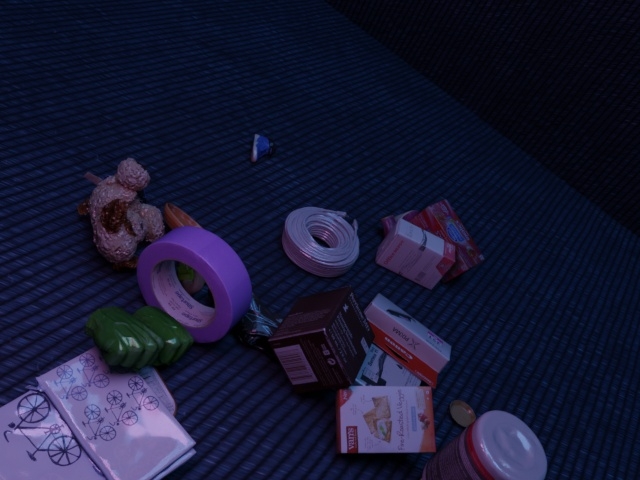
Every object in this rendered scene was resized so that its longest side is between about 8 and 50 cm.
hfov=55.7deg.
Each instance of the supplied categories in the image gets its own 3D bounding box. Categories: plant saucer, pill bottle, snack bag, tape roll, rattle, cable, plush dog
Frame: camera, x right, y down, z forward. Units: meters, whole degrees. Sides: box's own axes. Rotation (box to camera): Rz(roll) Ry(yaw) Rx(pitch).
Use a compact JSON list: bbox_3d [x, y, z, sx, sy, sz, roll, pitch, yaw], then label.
[{"bbox_3d":[-0.359,-0.024,1.669,0.200,0.037,0.200,43,1,-1],"label":"plant saucer"},{"bbox_3d":[0.340,0.534,1.364,0.176,0.318,0.176,19,40,-16],"label":"pill bottle"},{"bbox_3d":[-0.471,0.389,1.187,0.323,0.037,0.343,45,48,18],"label":"snack bag"},{"bbox_3d":[-0.301,0.106,1.444,0.275,0.274,0.090,37,39,7],"label":"tape roll"},{"bbox_3d":[-0.285,0.055,1.570,0.143,0.199,0.130,10,43,-25],"label":"rattle"},{"bbox_3d":[0.395,0.488,1.696,0.083,0.015,0.083,18,40,-15],"label":"plant saucer"},{"bbox_3d":[0.000,0.000,1.910,0.257,0.089,0.257,16,41,-18],"label":"cable"},{"bbox_3d":[-0.516,-0.046,1.532,0.211,0.262,0.225,-11,43,-7],"label":"plush dog"}]

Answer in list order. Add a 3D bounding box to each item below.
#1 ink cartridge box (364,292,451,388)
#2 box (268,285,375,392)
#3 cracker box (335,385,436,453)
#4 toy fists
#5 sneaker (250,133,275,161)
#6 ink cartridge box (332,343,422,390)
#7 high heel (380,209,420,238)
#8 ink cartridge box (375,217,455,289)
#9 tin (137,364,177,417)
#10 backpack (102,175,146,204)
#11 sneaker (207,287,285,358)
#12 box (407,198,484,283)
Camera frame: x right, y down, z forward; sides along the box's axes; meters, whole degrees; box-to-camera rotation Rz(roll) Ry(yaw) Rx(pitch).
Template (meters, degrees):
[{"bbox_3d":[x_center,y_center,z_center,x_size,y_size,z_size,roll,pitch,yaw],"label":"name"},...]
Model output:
[{"bbox_3d":[0.241,0.276,1.725,0.275,0.060,0.239,37,14,7],"label":"ink cartridge box"},{"bbox_3d":[0.008,0.246,1.514,0.168,0.167,0.203,64,31,-17],"label":"box"},{"bbox_3d":[0.155,0.433,1.465,0.232,0.067,0.155,2,70,-8],"label":"cracker box"},{"bbox_3d":[-0.389,0.220,1.341,0.142,0.096,0.279,30,3,19],"label":"toy fists"},{"bbox_3d":[-0.200,-0.322,2.151,0.085,0.058,0.152,12,35,-10],"label":"sneaker"},{"bbox_3d":[0.144,0.372,1.598,0.208,0.087,0.153,34,39,3],"label":"ink cartridge box"},{"bbox_3d":[0.305,-0.041,2.185,0.244,0.082,0.117,-13,84,-57],"label":"high heel"},{"bbox_3d":[0.313,0.046,2.008,0.218,0.158,0.092,25,40,-8],"label":"ink cartridge box"},{"bbox_3d":[-0.387,0.338,1.331,0.106,0.040,0.189,-13,56,-47],"label":"tin"},{"bbox_3d":[-0.553,-0.123,1.681,0.114,0.084,0.105,8,44,-33],"label":"backpack"},{"bbox_3d":[-0.185,0.201,1.560,0.267,0.101,0.106,33,41,3],"label":"sneaker"},{"bbox_3d":[0.432,0.003,2.111,0.123,0.128,0.256,-22,78,-44],"label":"box"}]
